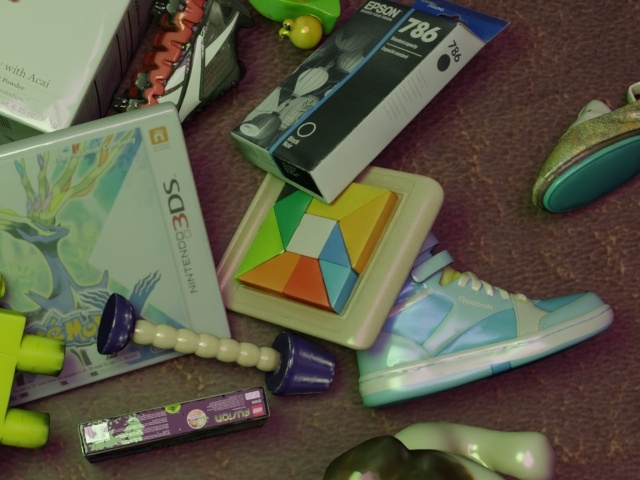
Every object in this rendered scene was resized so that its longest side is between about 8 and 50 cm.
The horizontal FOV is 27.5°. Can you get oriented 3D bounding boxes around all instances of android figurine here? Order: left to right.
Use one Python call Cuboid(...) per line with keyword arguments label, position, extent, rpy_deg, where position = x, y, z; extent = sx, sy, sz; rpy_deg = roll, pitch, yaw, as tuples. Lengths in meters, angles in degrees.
Cuboid(label="android figurine", position=(-0.416, 0.144, 1.385), extent=(0.272, 0.056, 0.248), rpy_deg=(10, 92, -19))

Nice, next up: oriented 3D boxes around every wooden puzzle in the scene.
Cuboid(label="wooden puzzle", position=(0.000, 0.000, 1.523), extent=(0.238, 0.044, 0.221), rpy_deg=(16, 71, 35))

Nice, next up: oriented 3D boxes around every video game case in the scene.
Cuboid(label="video game case", position=(-0.287, 0.026, 1.458), extent=(0.329, 0.036, 0.300), rpy_deg=(-16, 115, -10))

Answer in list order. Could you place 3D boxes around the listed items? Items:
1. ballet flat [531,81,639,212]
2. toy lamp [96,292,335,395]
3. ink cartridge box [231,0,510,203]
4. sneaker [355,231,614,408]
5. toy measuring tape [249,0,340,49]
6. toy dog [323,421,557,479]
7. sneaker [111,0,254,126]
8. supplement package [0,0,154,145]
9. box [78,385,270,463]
Cuboid(label="ballet flat", position=(0.395, -0.143, 1.636), extent=(0.348, 0.123, 0.123), rpy_deg=(-24, 79, -11))
Cuboid(label="toy lamp", position=(-0.114, 0.124, 1.492), extent=(0.274, 0.080, 0.080), rpy_deg=(16, 74, -20))
Cuboid(label="ink cartridge box", position=(0.061, -0.199, 1.585), extent=(0.333, 0.065, 0.165), rpy_deg=(-45, 43, -16))
Cuboid(label="sneaker", position=(0.177, 0.061, 1.543), extent=(0.319, 0.127, 0.208), rpy_deg=(-15, 79, -11))
Cuboid(label="toy measuring tape", position=(-0.046, -0.388, 1.645), extent=(0.121, 0.121, 0.330), rpy_deg=(-3, 68, -7))
Cuboid(label="toy dog", position=(0.079, 0.310, 1.321), extent=(0.395, 0.408, 0.285), rpy_deg=(-3, 76, -8))
Cuboid(label="sneaker", position=(-0.166, -0.187, 1.577), extent=(0.135, 0.097, 0.276), rpy_deg=(24, 89, -26))
Cuboid(label="supplement package", position=(-0.316, -0.251, 1.541), extent=(0.177, 0.175, 0.293), rpy_deg=(22, 74, 0))
Cuboid(label="box", position=(-0.164, 0.208, 1.473), extent=(0.207, 0.114, 0.036), rpy_deg=(-11, 77, -8))
